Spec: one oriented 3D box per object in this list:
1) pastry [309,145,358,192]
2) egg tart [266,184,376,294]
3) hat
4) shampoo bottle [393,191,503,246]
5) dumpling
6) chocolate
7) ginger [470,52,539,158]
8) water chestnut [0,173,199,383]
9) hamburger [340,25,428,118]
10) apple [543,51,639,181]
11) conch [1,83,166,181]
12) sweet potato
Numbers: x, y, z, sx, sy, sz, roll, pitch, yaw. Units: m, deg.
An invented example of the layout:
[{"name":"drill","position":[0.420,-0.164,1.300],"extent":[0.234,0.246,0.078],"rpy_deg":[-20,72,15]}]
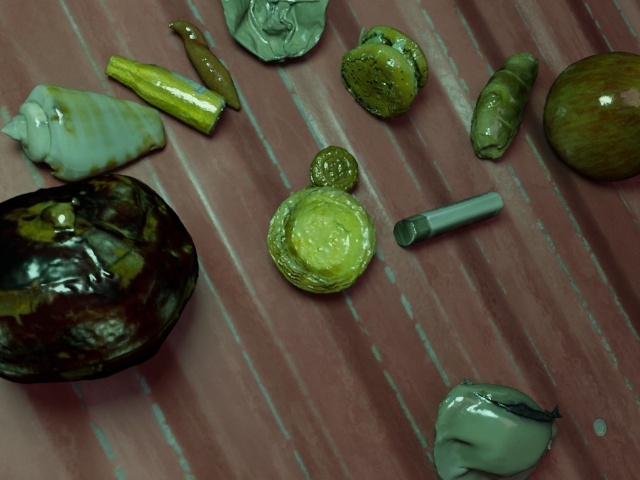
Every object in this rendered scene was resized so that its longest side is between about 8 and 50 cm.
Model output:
[{"name":"pastry","position":[0.027,-0.137,1.139],"extent":[0.109,0.057,0.097],"rpy_deg":[-30,94,-21]},{"name":"egg tart","position":[-0.001,0.000,1.076],"extent":[0.213,0.090,0.212],"rpy_deg":[5,77,-21]},{"name":"hat","position":[-0.103,-0.482,1.171],"extent":[0.215,0.149,0.244],"rpy_deg":[-6,43,-13]},{"name":"shampoo bottle","position":[0.264,-0.046,1.182],"extent":[0.228,0.086,0.055],"rpy_deg":[-17,82,-23]},{"name":"dumpling","position":[0.340,0.373,1.074],"extent":[0.293,0.163,0.204],"rpy_deg":[26,65,-25]},{"name":"chocolate","position":[-0.283,-0.272,1.049],"extent":[0.220,0.085,0.085],"rpy_deg":[23,71,-11]},{"name":"ginger","position":[0.408,-0.304,1.283],"extent":[0.117,0.109,0.262],"rpy_deg":[33,68,-7]},{"name":"water chestnut","position":[-0.343,0.077,0.842],"extent":[0.335,0.335,0.346],"rpy_deg":[-18,125,-22]},{"name":"hamburger","position":[0.121,-0.342,1.164],"extent":[0.113,0.177,0.185],"rpy_deg":[-48,123,-16]},{"name":"apple","position":[0.669,-0.283,1.296],"extent":[0.310,0.250,0.277],"rpy_deg":[0,77,-22]},{"name":"conch","position":[-0.390,-0.193,0.963],"extent":[0.255,0.127,0.158],"rpy_deg":[-18,83,-23]},{"name":"sweet potato","position":[-0.216,-0.337,1.098],"extent":[0.055,0.058,0.202],"rpy_deg":[-34,92,-25]}]
